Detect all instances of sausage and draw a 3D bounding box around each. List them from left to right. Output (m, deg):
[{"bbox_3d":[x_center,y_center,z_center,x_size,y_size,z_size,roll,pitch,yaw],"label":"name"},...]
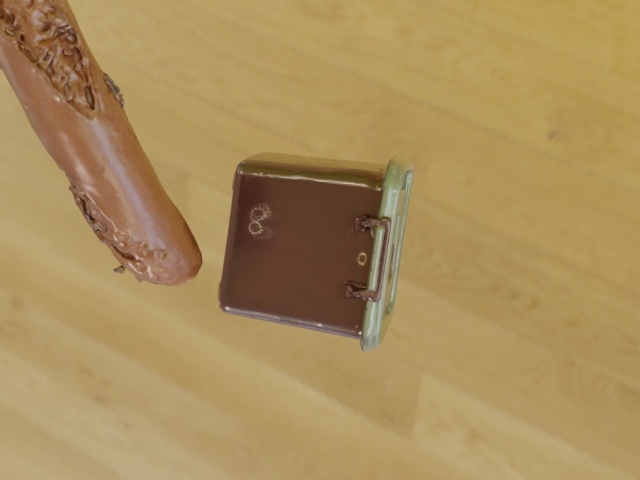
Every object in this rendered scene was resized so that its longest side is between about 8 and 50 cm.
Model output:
[{"bbox_3d":[-0.189,-0.094,1.256,0.079,0.087,0.326,-21,115,10],"label":"sausage"}]

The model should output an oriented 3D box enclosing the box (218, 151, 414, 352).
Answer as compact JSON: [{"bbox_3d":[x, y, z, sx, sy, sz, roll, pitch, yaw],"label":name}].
[{"bbox_3d":[0.000,0.000,1.614,0.167,0.294,0.193,7,94,5],"label":"box"}]
